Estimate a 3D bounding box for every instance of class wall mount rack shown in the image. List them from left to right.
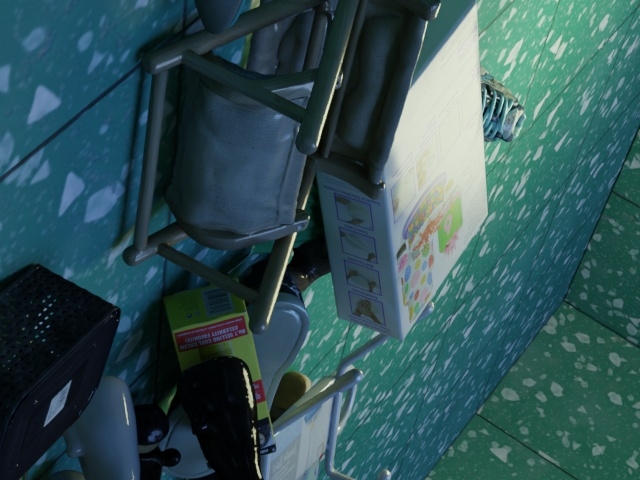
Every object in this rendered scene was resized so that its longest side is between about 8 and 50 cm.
[{"bbox_3d":[0.019,0.227,1.812,0.350,0.130,0.304,-38,142,-55],"label":"wall mount rack"}]

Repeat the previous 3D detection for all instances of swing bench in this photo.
[{"bbox_3d":[-0.037,-0.101,1.343,0.255,0.165,0.253,-50,163,-42],"label":"swing bench"}]

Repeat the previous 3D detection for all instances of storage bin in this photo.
[{"bbox_3d":[-0.250,0.116,1.206,0.180,0.084,0.122,-47,163,-56],"label":"storage bin"}]

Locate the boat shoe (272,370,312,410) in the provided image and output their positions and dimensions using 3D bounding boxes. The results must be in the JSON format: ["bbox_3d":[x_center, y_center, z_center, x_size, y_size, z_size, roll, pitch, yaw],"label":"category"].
[{"bbox_3d":[-0.058,0.269,2.134,0.170,0.063,0.059,-60,158,5],"label":"boat shoe"}]

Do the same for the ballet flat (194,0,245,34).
[{"bbox_3d":[-0.078,-0.256,1.124,0.068,0.072,0.213,-4,130,-36],"label":"ballet flat"}]

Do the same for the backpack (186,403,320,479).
[{"bbox_3d":[-0.084,0.312,2.006,0.166,0.144,0.188,-58,168,-19],"label":"backpack"}]

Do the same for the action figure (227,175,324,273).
[{"bbox_3d":[-0.035,-0.035,1.633,0.137,0.063,0.232,-63,159,12],"label":"action figure"}]

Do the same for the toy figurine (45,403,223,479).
[{"bbox_3d":[-0.180,0.297,1.572,0.213,0.209,0.148,-39,150,-49],"label":"toy figurine"}]

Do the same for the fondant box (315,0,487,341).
[{"bbox_3d":[0.096,-0.086,1.680,0.238,0.096,0.330,-53,147,-36],"label":"fondant box"}]

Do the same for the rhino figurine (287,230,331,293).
[{"bbox_3d":[0.000,0.000,1.787,0.243,0.073,0.106,-52,160,-13],"label":"rhino figurine"}]

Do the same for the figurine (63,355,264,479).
[{"bbox_3d":[-0.142,0.232,1.453,0.214,0.209,0.092,-7,147,-27],"label":"figurine"}]

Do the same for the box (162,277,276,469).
[{"bbox_3d":[-0.106,0.148,1.604,0.087,0.058,0.232,-14,132,-6],"label":"box"}]

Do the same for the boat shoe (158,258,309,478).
[{"bbox_3d":[-0.105,0.153,1.714,0.302,0.114,0.091,-53,-148,27],"label":"boat shoe"}]

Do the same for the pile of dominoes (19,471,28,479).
[{"bbox_3d":[-0.305,0.278,1.330,0.196,0.040,0.251,-28,129,-71],"label":"pile of dominoes"}]

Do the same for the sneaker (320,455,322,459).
[{"bbox_3d":[-0.032,0.314,2.300,0.221,0.087,0.128,-11,124,-84],"label":"sneaker"}]

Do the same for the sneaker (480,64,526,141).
[{"bbox_3d":[0.210,-0.188,1.956,0.110,0.122,0.283,-61,164,11],"label":"sneaker"}]
